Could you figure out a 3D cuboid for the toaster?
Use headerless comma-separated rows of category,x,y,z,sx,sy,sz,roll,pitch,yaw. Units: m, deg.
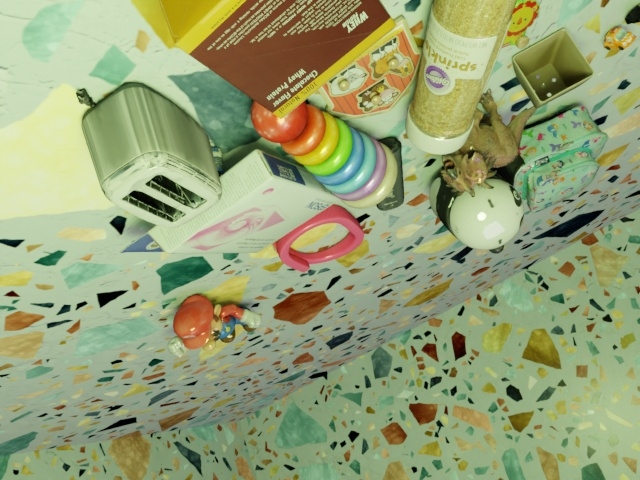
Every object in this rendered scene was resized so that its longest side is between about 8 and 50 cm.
toaster,-0.239,-0.117,0.735,0.129,0.147,0.227,-30,155,11

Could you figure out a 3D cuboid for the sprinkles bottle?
sprinkles bottle,0.219,-0.291,0.814,0.121,0.121,0.355,-19,153,-10

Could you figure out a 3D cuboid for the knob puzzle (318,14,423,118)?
knob puzzle,0.096,-0.267,0.875,0.213,0.030,0.213,-20,155,-10

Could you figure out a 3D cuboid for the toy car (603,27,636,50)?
toy car,0.569,-0.387,1.036,0.122,0.060,0.040,-39,121,16

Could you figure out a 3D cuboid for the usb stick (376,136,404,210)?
usb stick,0.153,-0.143,1.161,0.077,0.045,0.278,-25,156,0

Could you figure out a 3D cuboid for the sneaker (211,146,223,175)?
sneaker,-0.213,-0.102,0.895,0.052,0.058,0.135,1,146,-43

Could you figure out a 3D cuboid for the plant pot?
plant pot,0.446,-0.322,1.000,0.109,0.109,0.096,-28,168,8

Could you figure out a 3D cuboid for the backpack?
backpack,0.581,-0.204,1.273,0.253,0.191,0.225,-31,155,3

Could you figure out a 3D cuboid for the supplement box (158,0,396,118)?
supplement box,-0.051,-0.280,0.592,0.191,0.129,0.194,-34,154,21

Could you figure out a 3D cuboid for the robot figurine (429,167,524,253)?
robot figurine,0.363,-0.090,1.203,0.209,0.278,0.174,21,110,-14

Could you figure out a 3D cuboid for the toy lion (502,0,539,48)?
toy lion,0.327,-0.370,0.879,0.100,0.034,0.096,-23,149,-2

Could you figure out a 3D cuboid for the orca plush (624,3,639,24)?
orca plush,0.724,-0.478,0.927,0.287,0.102,0.151,-29,155,12

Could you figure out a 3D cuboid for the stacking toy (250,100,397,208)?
stacking toy,0.001,-0.165,0.894,0.141,0.141,0.330,-35,148,24

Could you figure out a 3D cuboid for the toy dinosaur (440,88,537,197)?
toy dinosaur,0.338,-0.188,1.048,0.295,0.200,0.127,-17,155,-17

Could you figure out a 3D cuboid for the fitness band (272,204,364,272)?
fitness band,0.000,0.000,1.305,0.209,0.054,0.291,-30,156,13

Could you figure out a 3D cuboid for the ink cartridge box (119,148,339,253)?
ink cartridge box,-0.156,-0.035,0.997,0.330,0.071,0.324,-34,167,18

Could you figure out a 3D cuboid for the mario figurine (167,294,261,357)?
mario figurine,-0.290,0.259,1.416,0.198,0.170,0.320,-62,159,0
